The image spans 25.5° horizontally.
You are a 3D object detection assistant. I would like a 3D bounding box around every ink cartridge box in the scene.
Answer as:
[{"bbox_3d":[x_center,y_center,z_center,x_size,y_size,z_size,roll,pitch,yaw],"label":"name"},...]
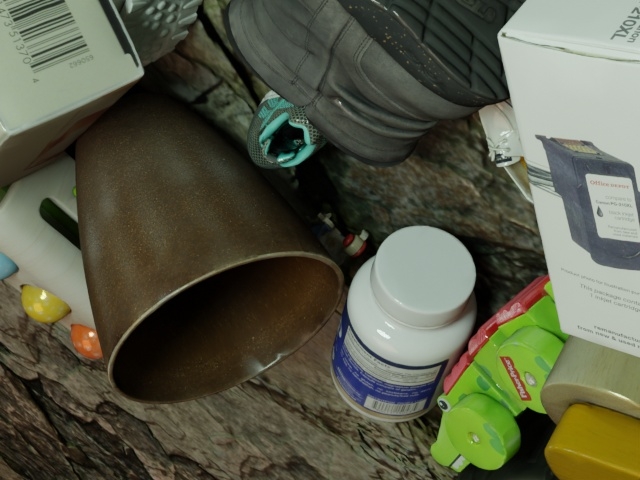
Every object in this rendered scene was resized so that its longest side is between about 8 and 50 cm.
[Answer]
[{"bbox_3d":[0.204,-0.069,0.820,0.100,0.172,0.237,18,143,35],"label":"ink cartridge box"}]

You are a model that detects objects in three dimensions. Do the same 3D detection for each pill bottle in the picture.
[{"bbox_3d":[0.074,0.070,1.219,0.112,0.112,0.186,34,149,12],"label":"pill bottle"}]

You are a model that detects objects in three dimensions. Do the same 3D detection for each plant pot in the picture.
[{"bbox_3d":[-0.124,-0.011,1.243,0.215,0.215,0.230,99,148,-56],"label":"plant pot"}]

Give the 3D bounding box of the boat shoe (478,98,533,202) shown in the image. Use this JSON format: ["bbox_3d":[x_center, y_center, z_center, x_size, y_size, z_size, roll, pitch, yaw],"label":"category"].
[{"bbox_3d":[0.139,-0.069,1.033,0.035,0.035,0.100,-4,128,52],"label":"boat shoe"}]

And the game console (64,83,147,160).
[{"bbox_3d":[-0.315,-0.196,1.382,0.361,0.044,0.213,45,149,-8],"label":"game console"}]

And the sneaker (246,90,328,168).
[{"bbox_3d":[-0.029,-0.089,1.159,0.065,0.076,0.166,45,150,-6],"label":"sneaker"}]

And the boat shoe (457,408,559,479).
[{"bbox_3d":[0.249,0.204,1.208,0.120,0.122,0.324,43,159,-14],"label":"boat shoe"}]

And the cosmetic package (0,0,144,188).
[{"bbox_3d":[-0.273,-0.138,1.185,0.153,0.129,0.296,64,152,-3],"label":"cosmetic package"}]

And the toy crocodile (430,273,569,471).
[{"bbox_3d":[0.165,0.094,1.147,0.105,0.115,0.340,47,150,12],"label":"toy crocodile"}]

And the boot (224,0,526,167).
[{"bbox_3d":[-0.023,-0.189,0.962,0.338,0.118,0.223,50,155,-9],"label":"boot"}]

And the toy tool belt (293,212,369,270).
[{"bbox_3d":[0.000,0.000,1.271,0.051,0.052,0.083,41,151,-18],"label":"toy tool belt"}]

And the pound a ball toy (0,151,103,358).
[{"bbox_3d":[-0.278,0.035,1.496,0.208,0.135,0.319,4,149,41],"label":"pound a ball toy"}]

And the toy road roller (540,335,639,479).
[{"bbox_3d":[0.332,0.140,0.938,0.330,0.202,0.240,18,154,32],"label":"toy road roller"}]

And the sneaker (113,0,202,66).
[{"bbox_3d":[-0.153,-0.226,1.129,0.095,0.090,0.235,45,149,18],"label":"sneaker"}]
